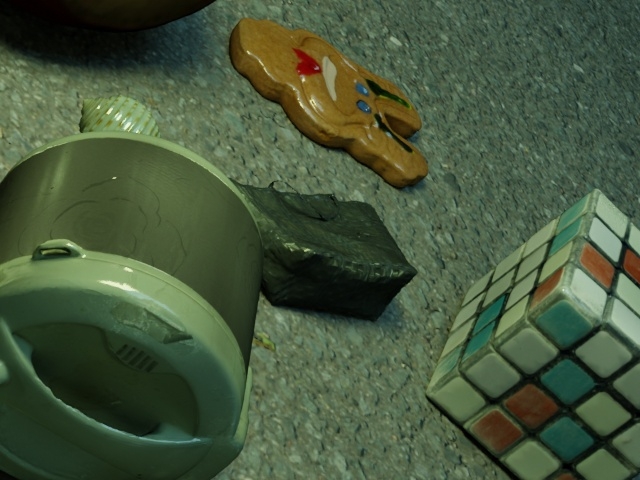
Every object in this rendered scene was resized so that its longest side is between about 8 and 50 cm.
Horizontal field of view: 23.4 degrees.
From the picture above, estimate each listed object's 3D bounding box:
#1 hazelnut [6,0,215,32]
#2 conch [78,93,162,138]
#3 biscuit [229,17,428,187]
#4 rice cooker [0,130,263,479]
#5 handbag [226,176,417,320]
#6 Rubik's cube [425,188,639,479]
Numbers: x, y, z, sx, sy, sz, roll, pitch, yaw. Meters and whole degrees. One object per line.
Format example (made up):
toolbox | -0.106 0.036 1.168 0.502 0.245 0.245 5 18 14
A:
hazelnut | -0.253 -0.433 1.797 0.409 0.359 0.359 -2 57 -55
conch | -0.213 -0.091 1.701 0.135 0.102 0.153 -73 149 -65
biscuit | 0.019 -0.203 2.138 0.334 0.047 0.202 29 37 -26
rice cooker | -0.190 0.074 1.393 0.288 0.288 0.277 32 36 -22
handbag | 0.000 0.000 1.880 0.270 0.089 0.175 11 39 -43
Rubik's cube | 0.323 0.141 1.929 0.253 0.259 0.256 44 33 -9
